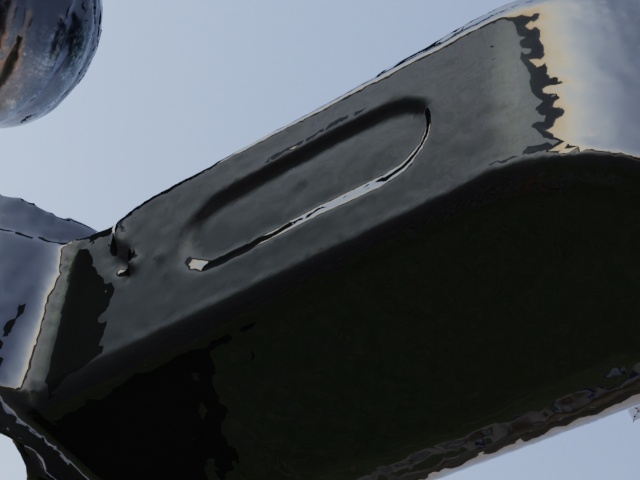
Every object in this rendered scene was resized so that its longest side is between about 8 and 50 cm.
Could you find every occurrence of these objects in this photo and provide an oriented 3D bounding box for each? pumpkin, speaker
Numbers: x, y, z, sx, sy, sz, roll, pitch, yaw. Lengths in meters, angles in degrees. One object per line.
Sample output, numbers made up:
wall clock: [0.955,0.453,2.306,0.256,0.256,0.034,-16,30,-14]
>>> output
pumpkin: [-0.270,-0.174,0.992,0.233,0.233,0.163,32,-79,49]
speaker: [0.000,0.000,0.627,0.388,0.184,0.180,-26,-140,26]

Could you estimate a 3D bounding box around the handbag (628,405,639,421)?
handbag: [0.263,-0.002,1.200,0.275,0.084,0.260,79,-6,-63]
